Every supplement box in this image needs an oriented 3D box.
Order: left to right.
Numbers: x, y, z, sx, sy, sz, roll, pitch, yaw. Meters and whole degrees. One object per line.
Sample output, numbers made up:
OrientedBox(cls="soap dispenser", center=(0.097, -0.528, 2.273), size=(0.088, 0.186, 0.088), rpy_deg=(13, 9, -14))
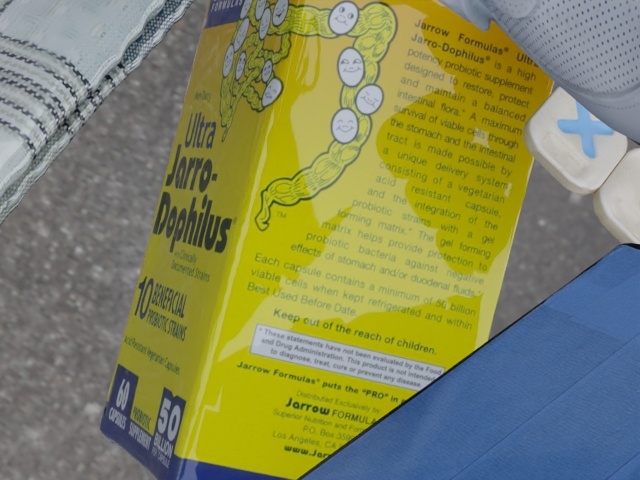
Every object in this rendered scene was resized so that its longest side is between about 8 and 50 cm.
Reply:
OrientedBox(cls="supplement box", center=(0.000, 0.000, 1.016), size=(0.195, 0.194, 0.356), rpy_deg=(15, 89, -22))

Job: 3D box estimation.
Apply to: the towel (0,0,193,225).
OrientedBox(cls="towel", center=(-0.224, -0.108, 0.600), size=(0.324, 0.312, 0.056), rpy_deg=(-56, 162, -33))

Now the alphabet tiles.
OrientedBox(cls="alphabet tiles", center=(0.246, -0.079, 0.923), size=(0.278, 0.284, 0.021), rpy_deg=(-45, 180, -41))

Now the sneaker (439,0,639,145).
OrientedBox(cls="sneaker", center=(0.022, -0.142, 0.512), size=(0.210, 0.366, 0.137), rpy_deg=(1, 127, -22))

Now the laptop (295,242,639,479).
OrientedBox(cls="laptop", center=(0.108, 0.061, 0.485), size=(0.382, 0.236, 0.408), rpy_deg=(-33, 156, -25))
